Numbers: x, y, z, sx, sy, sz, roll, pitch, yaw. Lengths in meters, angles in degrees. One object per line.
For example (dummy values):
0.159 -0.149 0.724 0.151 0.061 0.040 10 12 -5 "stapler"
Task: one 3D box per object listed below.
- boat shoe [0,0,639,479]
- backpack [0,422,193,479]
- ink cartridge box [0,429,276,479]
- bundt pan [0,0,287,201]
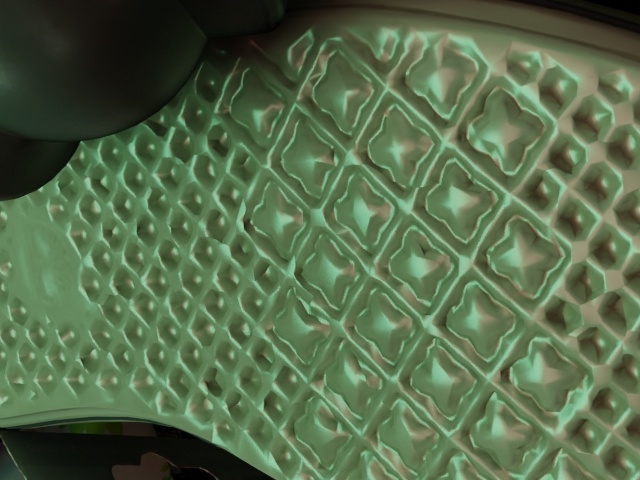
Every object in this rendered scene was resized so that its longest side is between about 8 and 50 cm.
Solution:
0.000 0.000 0.662 0.500 0.156 0.186 0 101 46 "boat shoe"
-0.193 0.180 0.950 0.273 0.290 0.355 42 147 28 "backpack"
-0.033 0.186 0.781 0.232 0.189 0.066 47 110 31 "ink cartridge box"
-0.086 -0.129 0.596 0.124 0.331 0.331 50 158 -26 "bundt pan"
